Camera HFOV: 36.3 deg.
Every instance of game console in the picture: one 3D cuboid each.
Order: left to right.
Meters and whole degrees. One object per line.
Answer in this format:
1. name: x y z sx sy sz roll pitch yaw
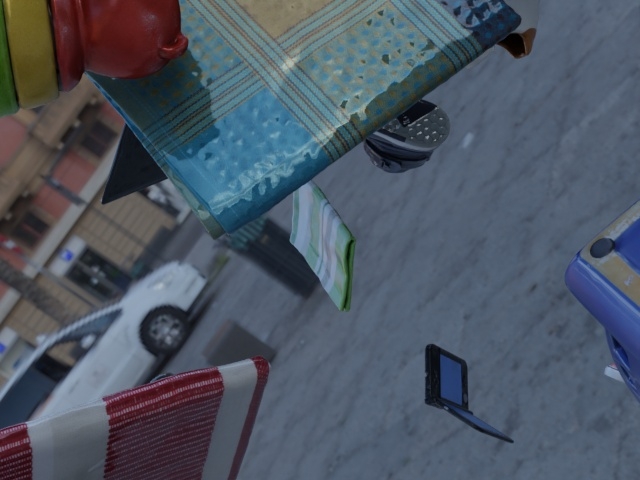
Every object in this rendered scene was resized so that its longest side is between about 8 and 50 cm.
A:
1. game console: 0.178 0.183 1.162 0.071 0.122 0.107 -8 69 27

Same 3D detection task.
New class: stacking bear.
1. stacking bear: -0.264 -0.188 0.844 0.175 0.289 0.164 -112 20 -49

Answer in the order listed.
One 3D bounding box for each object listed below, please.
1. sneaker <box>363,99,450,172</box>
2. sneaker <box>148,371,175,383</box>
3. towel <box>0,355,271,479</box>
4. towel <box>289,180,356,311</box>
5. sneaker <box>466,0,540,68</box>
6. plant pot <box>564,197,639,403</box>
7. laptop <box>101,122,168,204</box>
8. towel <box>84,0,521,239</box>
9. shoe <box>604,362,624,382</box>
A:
1. sneaker: 0.052 -0.164 1.296 0.086 0.226 0.163 -62 -2 -7
2. sneaker: -0.139 0.294 1.202 0.106 0.163 0.281 -45 -36 -45
3. towel: -0.205 0.186 0.688 0.329 0.037 0.237 -14 -33 -26
4. towel: 0.000 0.000 1.162 0.152 0.023 0.113 -125 28 -48
5. sneaker: 0.168 -0.294 1.283 0.106 0.290 0.123 -178 90 -67
6. plant pot: 0.336 0.054 0.702 0.236 0.212 0.236 -41 32 6
7. laptop: -0.177 -0.319 1.357 0.236 0.407 0.382 -14 11 44
8. towel: -0.029 -0.199 0.964 0.370 0.271 0.040 -36 -18 -10
9. shoe: 0.545 0.202 1.658 0.063 0.178 0.081 26 99 41
